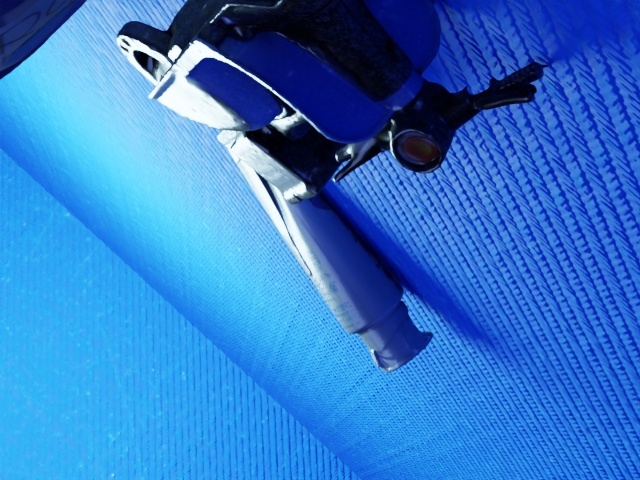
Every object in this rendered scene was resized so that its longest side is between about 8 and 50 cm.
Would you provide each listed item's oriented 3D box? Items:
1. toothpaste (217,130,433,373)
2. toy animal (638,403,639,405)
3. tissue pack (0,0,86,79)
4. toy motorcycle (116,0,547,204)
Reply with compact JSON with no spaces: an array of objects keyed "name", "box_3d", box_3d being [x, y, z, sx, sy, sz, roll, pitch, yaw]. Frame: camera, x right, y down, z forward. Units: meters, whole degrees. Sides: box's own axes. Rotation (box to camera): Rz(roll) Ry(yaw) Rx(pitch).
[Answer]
[{"name":"toothpaste","box_3d":[0.000,0.000,1.145,0.299,0.073,0.114,52,165,-6]},{"name":"toy animal","box_3d":[0.270,0.143,0.888,0.050,0.028,0.084,20,153,38]},{"name":"tissue pack","box_3d":[-0.098,-0.216,0.436,0.125,0.242,0.344,40,165,-3]},{"name":"toy motorcycle","box_3d":[-0.013,-0.121,0.737,0.213,0.125,0.358,38,168,-11]}]
